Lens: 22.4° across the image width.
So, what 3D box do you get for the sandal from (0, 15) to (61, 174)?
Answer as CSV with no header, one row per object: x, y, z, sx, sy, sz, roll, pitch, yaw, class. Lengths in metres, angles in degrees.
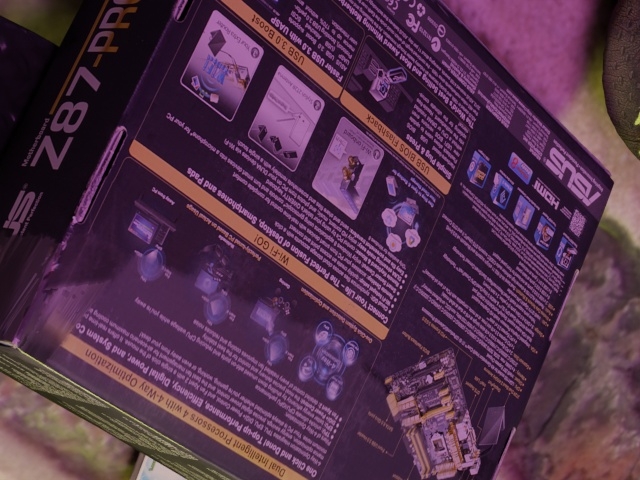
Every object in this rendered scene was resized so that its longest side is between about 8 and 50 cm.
-0.229,-0.064,0.867,0.446,0.107,0.167,41,69,-37,sandal

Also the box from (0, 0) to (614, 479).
0.000,0.000,0.962,0.395,0.097,0.318,37,67,-42,box

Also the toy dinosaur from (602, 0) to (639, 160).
0.253,-0.141,1.105,0.160,0.121,0.313,2,124,-17,toy dinosaur

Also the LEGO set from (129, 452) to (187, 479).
-0.013,0.093,1.131,0.182,0.060,0.244,6,117,-36,LEGO set
